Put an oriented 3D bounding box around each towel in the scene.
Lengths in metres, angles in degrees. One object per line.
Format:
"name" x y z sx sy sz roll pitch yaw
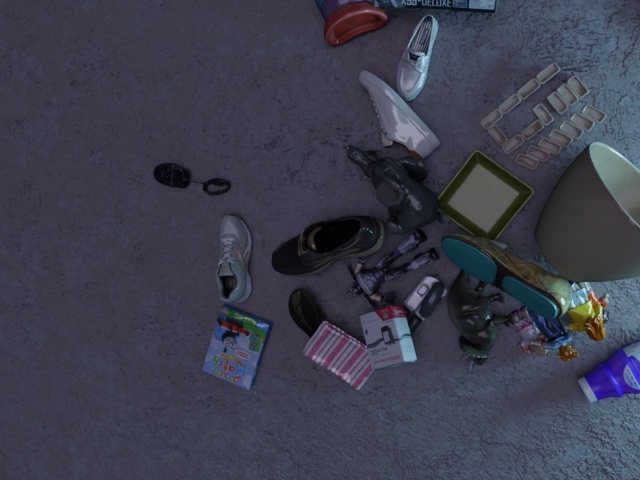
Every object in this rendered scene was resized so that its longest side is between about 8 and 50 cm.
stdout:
"towel" 0.059 0.322 1.692 0.197 0.029 0.144 32 123 3

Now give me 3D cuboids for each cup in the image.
"cup" 0.657 -0.033 1.432 0.331 0.331 0.237 50 128 6

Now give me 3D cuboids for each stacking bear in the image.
"stacking bear" 0.047 -0.697 1.602 0.176 0.164 0.288 -18 85 15

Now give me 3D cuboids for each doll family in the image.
"doll family" 0.617 0.214 1.531 0.263 0.118 0.163 -33 85 15

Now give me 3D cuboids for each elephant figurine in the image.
"elephant figurine" 0.195 -0.144 1.555 0.186 0.169 0.239 -23 116 16

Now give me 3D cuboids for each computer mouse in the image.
"computer mouse" -0.383 -0.183 1.808 0.242 0.041 0.071 14 106 6

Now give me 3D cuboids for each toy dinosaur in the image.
"toy dinosaur" 0.403 0.189 1.586 0.160 0.121 0.313 -22 92 1

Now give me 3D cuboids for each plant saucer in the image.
"plant saucer" 0.428 -0.111 1.596 0.188 0.045 0.188 38 101 9

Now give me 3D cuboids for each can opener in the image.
"can opener" 0.235 0.217 1.642 0.076 0.095 0.283 39 102 9

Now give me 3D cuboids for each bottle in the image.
"bottle" 0.790 0.319 1.508 0.283 0.092 0.118 -28 88 15

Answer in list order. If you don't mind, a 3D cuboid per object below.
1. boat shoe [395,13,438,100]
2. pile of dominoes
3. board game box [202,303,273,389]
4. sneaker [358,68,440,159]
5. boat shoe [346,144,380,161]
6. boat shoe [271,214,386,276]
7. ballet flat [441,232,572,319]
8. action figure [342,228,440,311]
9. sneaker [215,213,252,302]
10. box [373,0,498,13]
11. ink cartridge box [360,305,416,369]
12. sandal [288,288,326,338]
"boat shoe" 0.248 -0.486 1.599 0.083 0.076 0.226 15 98 13
"pile of dominoes" 0.573 -0.314 1.561 0.251 0.040 0.196 -39 85 22
"board game box" -0.249 0.317 1.803 0.160 0.039 0.211 20 99 12
"sneaker" 0.180 -0.325 1.612 0.123 0.106 0.290 -42 85 11
"boat shoe" 0.142 -0.224 1.660 0.152 0.056 0.049 33 96 0
"boat shoe" 0.000 0.000 1.635 0.356 0.130 0.132 -21 61 28
"ballet flat" 0.470 0.068 1.523 0.349 0.123 0.123 34 102 26
"action figure" 0.176 0.081 1.649 0.285 0.099 0.185 -35 91 17
"sneaker" -0.256 0.055 1.744 0.099 0.121 0.262 -6 92 14
"box" 0.304 -0.690 1.516 0.308 0.076 0.242 9 65 14
"ink cartridge box" 0.179 0.259 1.606 0.109 0.063 0.150 -24 70 35
"sandal" -0.013 0.228 1.729 0.090 0.060 0.219 -34 100 28
